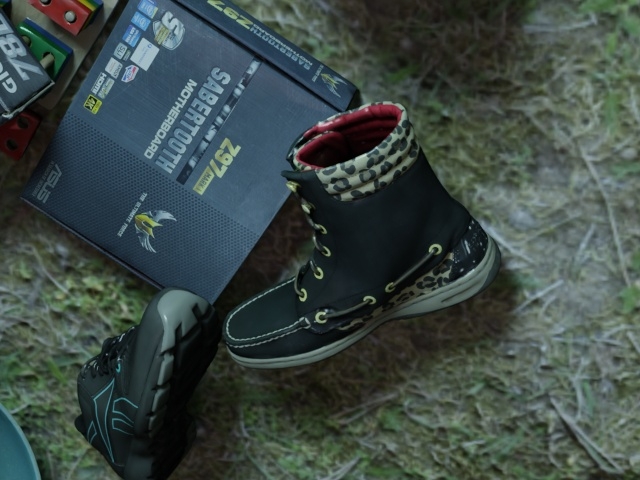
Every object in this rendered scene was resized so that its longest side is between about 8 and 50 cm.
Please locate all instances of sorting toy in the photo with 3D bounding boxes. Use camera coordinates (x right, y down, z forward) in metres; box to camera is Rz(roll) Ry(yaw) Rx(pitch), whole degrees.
[{"bbox_3d":[-0.246,-0.177,1.049,0.132,0.046,0.274,36,120,-5],"label":"sorting toy"}]

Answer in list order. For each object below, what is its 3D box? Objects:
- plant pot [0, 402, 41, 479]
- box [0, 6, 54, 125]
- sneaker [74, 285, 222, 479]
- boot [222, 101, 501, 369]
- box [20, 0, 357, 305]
[{"bbox_3d":[-0.426,0.249,1.211,0.195,0.290,0.290,-4,121,55],"label":"plant pot"},{"bbox_3d":[-0.399,-0.174,1.046,0.293,0.073,0.295,-22,109,36],"label":"box"},{"bbox_3d":[-0.159,0.123,1.129,0.106,0.101,0.267,33,139,12],"label":"sneaker"},{"bbox_3d":[0.001,-0.002,1.025,0.236,0.085,0.178,-21,131,16],"label":"boot"},{"bbox_3d":[-0.108,-0.076,1.057,0.183,0.059,0.233,34,120,-6],"label":"box"}]
